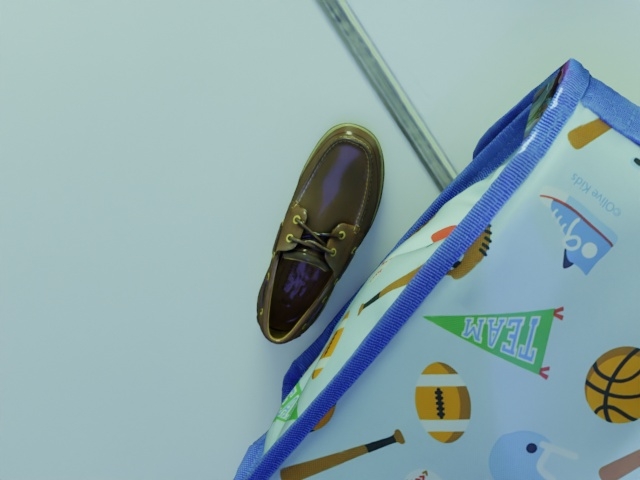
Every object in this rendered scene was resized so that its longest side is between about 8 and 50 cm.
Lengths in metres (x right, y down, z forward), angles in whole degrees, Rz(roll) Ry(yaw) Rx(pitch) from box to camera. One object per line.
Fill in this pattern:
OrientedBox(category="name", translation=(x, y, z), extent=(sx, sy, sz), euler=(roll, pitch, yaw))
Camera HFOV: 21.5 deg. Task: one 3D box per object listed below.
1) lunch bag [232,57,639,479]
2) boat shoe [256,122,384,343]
OrientedBox(category="lunch bag", translation=(0.180, 0.104, 1.165), extent=(0.328, 0.239, 0.385), euler=(35, 119, -5))
OrientedBox(category="boat shoe", translation=(-0.001, 0.000, 1.242), extent=(0.064, 0.060, 0.178), euler=(22, 112, -1))
